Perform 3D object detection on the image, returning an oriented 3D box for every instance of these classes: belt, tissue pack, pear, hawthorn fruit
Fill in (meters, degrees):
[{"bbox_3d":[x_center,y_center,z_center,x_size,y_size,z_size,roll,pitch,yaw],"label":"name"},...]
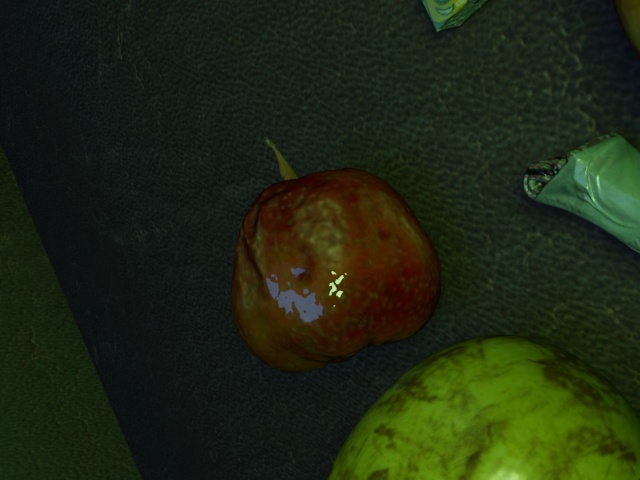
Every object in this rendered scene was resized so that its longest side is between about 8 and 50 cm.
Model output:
[{"bbox_3d":[0.241,-0.011,0.665,0.232,0.053,0.071,39,147,41],"label":"belt"},{"bbox_3d":[0.102,-0.221,0.774,0.063,0.035,0.083,-35,77,60],"label":"tissue pack"},{"bbox_3d":[0.139,0.220,0.774,0.281,0.281,0.280,37,138,43],"label":"pear"},{"bbox_3d":[0.000,0.000,0.941,0.207,0.207,0.243,-39,71,59],"label":"hawthorn fruit"}]

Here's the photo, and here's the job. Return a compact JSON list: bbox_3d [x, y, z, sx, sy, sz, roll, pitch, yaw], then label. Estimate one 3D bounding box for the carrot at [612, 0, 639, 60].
[{"bbox_3d":[0.242,-0.133,0.519,0.159,0.159,0.225,11,131,56],"label":"carrot"}]
